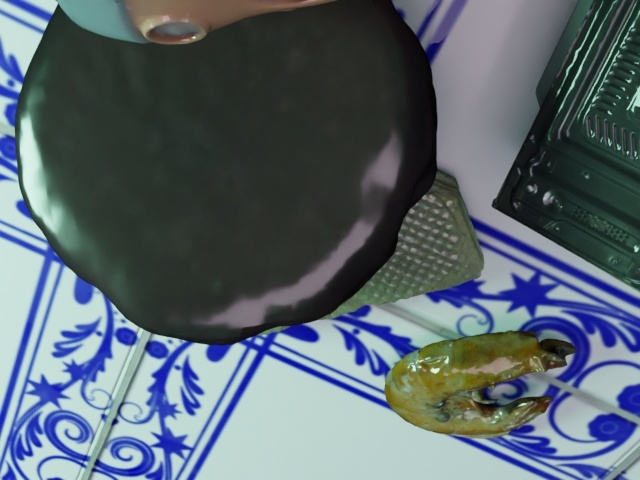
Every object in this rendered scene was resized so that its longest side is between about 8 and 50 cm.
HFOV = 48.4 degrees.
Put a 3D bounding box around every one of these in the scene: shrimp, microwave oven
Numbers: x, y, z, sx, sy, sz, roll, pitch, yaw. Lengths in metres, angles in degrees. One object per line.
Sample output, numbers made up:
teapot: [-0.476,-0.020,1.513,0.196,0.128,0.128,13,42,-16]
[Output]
shrimp: [0.153,0.136,0.678,0.187,0.052,0.132,-21,128,29]
microwave oven: [0.225,-0.086,0.449,0.162,0.122,0.208,33,125,22]

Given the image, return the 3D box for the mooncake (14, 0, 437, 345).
mooncake: [-0.057,-0.075,0.493,0.282,0.141,0.283,1,97,10]

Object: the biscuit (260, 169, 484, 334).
biscuit: [0.000,0.000,0.609,0.252,0.052,0.150,-15,117,17]

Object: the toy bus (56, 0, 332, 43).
toy bus: [-0.032,-0.236,0.342,0.231,0.288,0.194,4,155,-6]
